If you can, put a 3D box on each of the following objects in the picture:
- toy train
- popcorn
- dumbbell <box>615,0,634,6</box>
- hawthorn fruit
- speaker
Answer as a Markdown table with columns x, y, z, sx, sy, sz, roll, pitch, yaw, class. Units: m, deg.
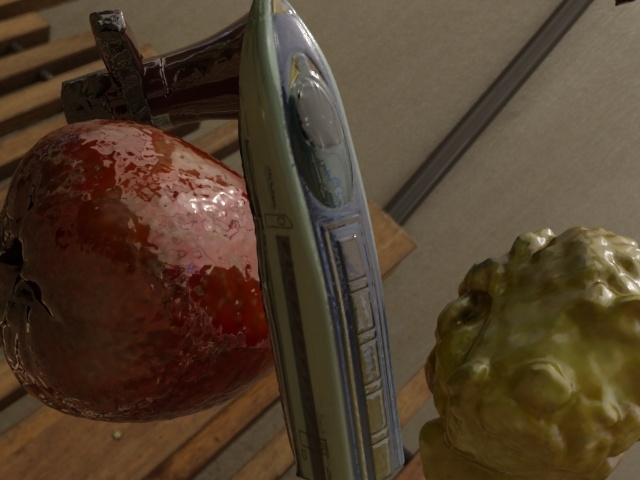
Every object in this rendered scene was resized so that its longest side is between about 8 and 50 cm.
| x | y | z | sx | sy | sz | roll | pitch | yaw | class |
| --- | --- | --- | --- | --- | --- | --- | --- | --- | --- |
| 0.000 | 0.000 | 0.380 | 0.048 | 0.055 | 0.251 | 7 | -71 | 55 | toy train |
| 0.190 | 0.114 | 0.644 | 0.192 | 0.233 | 0.266 | 32 | -71 | -13 | popcorn |
| 0.398 | -0.539 | 1.075 | 0.179 | 0.179 | 0.406 | -6 | -80 | 45 | dumbbell |
| -0.136 | 0.034 | 0.752 | 0.285 | 0.369 | 0.284 | -16 | -109 | 59 | hawthorn fruit |
| -0.186 | -0.210 | 1.028 | 0.259 | 0.330 | 0.198 | -145 | -140 | -76 | speaker |
